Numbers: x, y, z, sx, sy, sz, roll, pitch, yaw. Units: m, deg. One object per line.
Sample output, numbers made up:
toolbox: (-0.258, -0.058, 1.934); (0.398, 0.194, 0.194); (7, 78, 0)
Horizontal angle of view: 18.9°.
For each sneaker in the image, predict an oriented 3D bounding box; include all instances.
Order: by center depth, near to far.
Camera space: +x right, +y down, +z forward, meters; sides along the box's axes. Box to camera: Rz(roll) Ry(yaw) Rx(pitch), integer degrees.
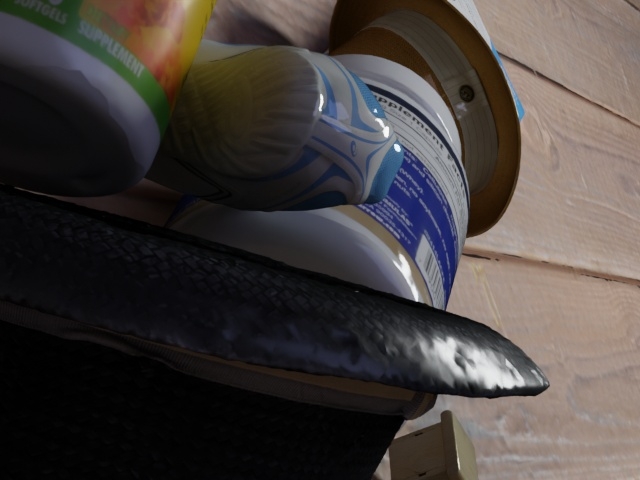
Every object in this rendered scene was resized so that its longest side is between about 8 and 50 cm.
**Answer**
sneaker: (-0.056, -0.058, 0.905); (0.086, 0.237, 0.085); (36, 80, -40)

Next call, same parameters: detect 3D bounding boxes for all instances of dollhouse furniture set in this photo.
dollhouse furniture set: (0.128, 0.214, 1.172); (0.161, 0.101, 0.182); (-93, 157, -50)

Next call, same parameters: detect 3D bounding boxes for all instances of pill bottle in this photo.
pill bottle: (-0.099, -0.155, 0.845); (0.136, 0.136, 0.245); (45, 56, -46)
pill bottle: (0.000, 0.000, 1.036); (0.153, 0.153, 0.264); (61, 21, -17)

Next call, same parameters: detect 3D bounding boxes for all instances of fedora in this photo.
fedora: (-0.077, 0.069, 0.720); (0.334, 0.334, 0.152); (18, 89, -64)
fedora: (0.049, -0.081, 1.299); (0.079, 0.194, 0.194); (-29, 97, -32)

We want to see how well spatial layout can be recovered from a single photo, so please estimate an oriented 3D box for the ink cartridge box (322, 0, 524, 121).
ink cartridge box: (0.083, -0.117, 1.469); (0.139, 0.082, 0.190); (63, 19, -12)
